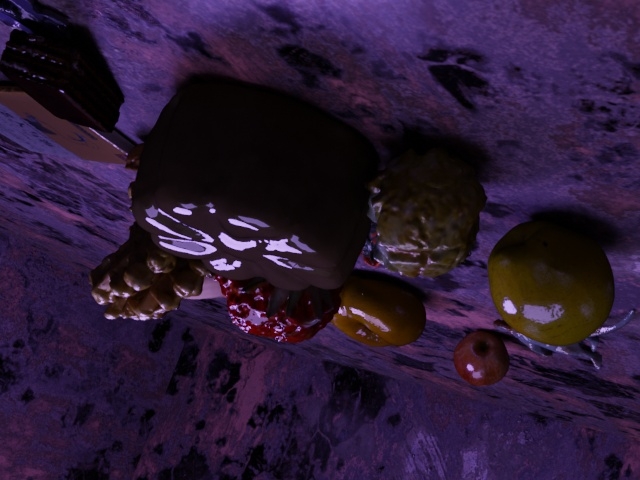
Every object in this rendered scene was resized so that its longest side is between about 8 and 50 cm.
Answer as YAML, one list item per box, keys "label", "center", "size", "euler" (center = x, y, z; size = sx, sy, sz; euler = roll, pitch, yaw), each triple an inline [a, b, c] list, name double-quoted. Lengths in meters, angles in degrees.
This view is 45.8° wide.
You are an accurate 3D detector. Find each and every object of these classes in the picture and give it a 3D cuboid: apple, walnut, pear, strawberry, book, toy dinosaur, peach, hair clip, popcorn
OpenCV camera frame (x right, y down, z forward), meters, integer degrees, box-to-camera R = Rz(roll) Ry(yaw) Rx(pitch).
- label: "apple"
  center: [0.420, 0.306, 1.969]
  size: [0.146, 0.146, 0.131]
  euler: [16, 141, 11]
- label: "walnut"
  center: [-0.317, -0.159, 1.417]
  size: [0.121, 0.052, 0.091]
  euler: [7, -162, 42]
- label: "pear"
  center: [0.353, 0.062, 1.161]
  size: [0.198, 0.198, 0.198]
  euler: [18, 164, 5]
- label: "strawberry"
  center: [-0.098, 0.086, 1.549]
  size: [0.292, 0.292, 0.343]
  euler: [23, 152, -11]
- label: "book"
  center: [-0.561, -0.233, 1.511]
  size: [0.389, 0.032, 0.269]
  euler: [9, 163, 35]
- label: "toy dinosaur"
  center: [0.524, 0.199, 1.599]
  size: [0.205, 0.092, 0.393]
  euler: [26, 166, -7]
- label: "peach"
  center: [0.132, 0.174, 1.858]
  size: [0.251, 0.153, 0.251]
  euler: [11, 165, 3]
- label: "hair clip"
  center: [-0.436, -0.318, 1.045]
  size: [0.195, 0.052, 0.124]
  euler: [24, 170, -35]
- label: "popcorn"
  center: [0.138, -0.044, 1.078]
  size: [0.198, 0.198, 0.212]
  euler: [38, -171, -49]

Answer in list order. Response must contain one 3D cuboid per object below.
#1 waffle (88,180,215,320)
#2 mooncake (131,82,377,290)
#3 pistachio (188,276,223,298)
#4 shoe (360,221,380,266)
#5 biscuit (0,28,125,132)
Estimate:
- label: "waffle"
  center: [-0.292, -0.004, 1.424]
  size: [0.261, 0.324, 0.151]
  euler: [-20, 132, 29]
- label: "mooncake"
  center: [-0.103, -0.057, 1.174]
  size: [0.378, 0.201, 0.378]
  euler: [15, 156, 7]
- label: "pistachio"
  center: [-0.271, 0.030, 1.722]
  size: [0.238, 0.229, 0.321]
  euler: [-25, 155, 20]
- label: "shoe"
  center: [0.086, -0.011, 1.402]
  size: [0.074, 0.077, 0.194]
  euler: [12, 163, 27]
- label: "biscuit"
  center: [-0.388, -0.236, 1.165]
  size: [0.106, 0.070, 0.252]
  euler: [18, 173, 4]
